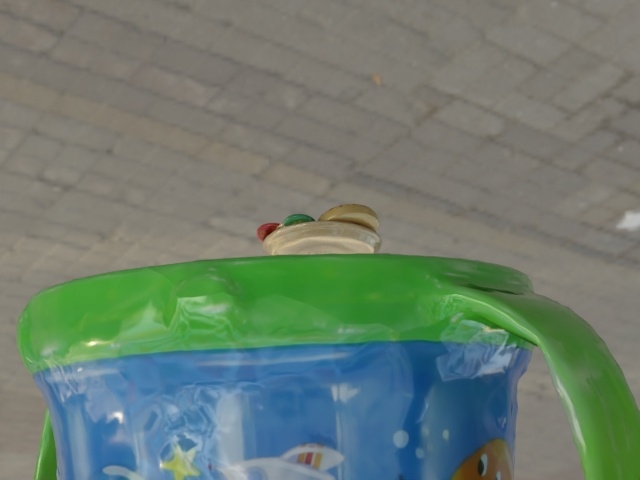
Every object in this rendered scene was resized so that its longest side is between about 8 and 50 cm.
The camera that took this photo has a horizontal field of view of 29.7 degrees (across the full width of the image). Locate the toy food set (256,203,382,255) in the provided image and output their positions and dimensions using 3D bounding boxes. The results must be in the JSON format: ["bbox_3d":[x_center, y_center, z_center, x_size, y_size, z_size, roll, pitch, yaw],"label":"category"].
[{"bbox_3d":[0.000,0.000,0.809,0.082,0.020,0.083,-4,159,6],"label":"toy food set"}]

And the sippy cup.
[{"bbox_3d":[-0.013,0.134,0.539,0.240,0.224,0.305,0,170,-13],"label":"sippy cup"}]
